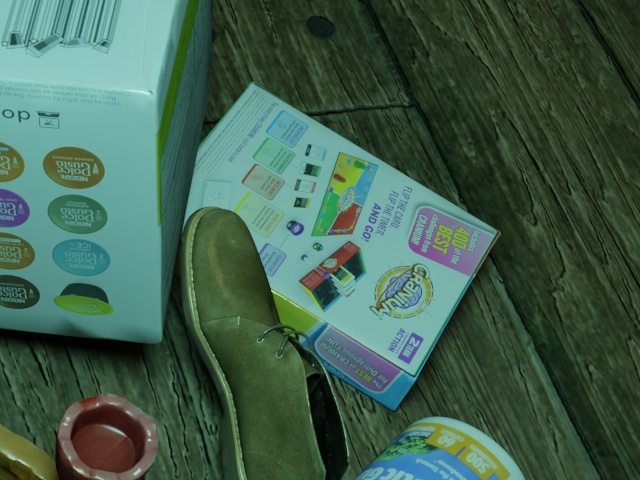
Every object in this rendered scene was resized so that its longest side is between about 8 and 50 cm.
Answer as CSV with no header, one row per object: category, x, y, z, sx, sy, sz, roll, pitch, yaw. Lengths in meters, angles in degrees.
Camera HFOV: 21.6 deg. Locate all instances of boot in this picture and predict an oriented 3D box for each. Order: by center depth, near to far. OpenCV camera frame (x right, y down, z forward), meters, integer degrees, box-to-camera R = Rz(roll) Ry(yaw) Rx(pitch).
boot,-0.045,0.101,1.559,0.112,0.115,0.305,1,69,-47

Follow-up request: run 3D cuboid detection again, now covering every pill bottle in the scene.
pill bottle,0.058,0.289,1.483,0.152,0.152,0.272,41,49,11

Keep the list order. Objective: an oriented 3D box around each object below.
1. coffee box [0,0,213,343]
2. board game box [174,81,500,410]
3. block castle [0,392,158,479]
coffee box,-0.284,-0.147,1.527,0.338,0.334,0.338,6,50,1
board game box,0.000,0.000,1.746,0.316,0.064,0.242,32,49,4
block castle,-0.354,0.248,1.305,0.303,0.213,0.453,33,48,4
